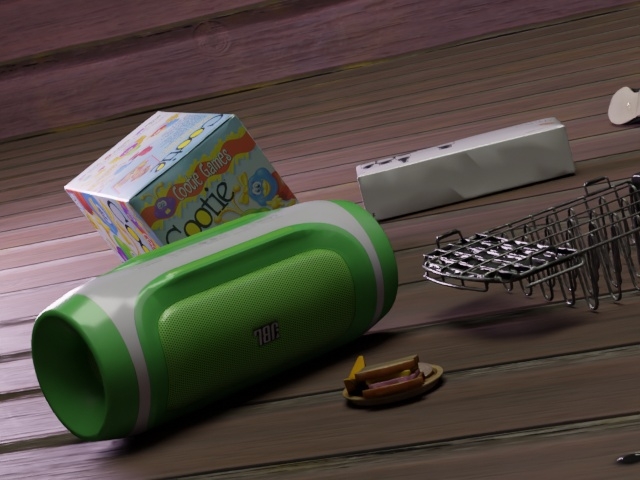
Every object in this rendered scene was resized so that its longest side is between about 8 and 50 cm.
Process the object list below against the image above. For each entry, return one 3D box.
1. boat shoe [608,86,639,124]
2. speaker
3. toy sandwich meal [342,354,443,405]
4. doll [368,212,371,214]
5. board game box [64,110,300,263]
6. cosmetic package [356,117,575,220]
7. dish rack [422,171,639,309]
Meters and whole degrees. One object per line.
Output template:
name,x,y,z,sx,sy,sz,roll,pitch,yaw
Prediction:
boat shoe,0.397,-0.165,2.426,0.042,0.049,0.133,12,-6,-19
speaker,-0.080,0.059,1.580,0.296,0.131,0.131,-22,12,-36
toy sandwich meal,0.051,0.099,1.458,0.085,0.029,0.085,-14,10,2
doll,0.000,0.000,2.037,0.129,0.046,0.189,-20,11,-26
board game box,-0.143,-0.038,2.064,0.144,0.142,0.275,-40,16,-13
cosmetic package,0.162,-0.082,2.227,0.239,0.060,0.099,-14,11,2
dish rack,0.228,0.005,1.631,0.271,0.074,0.208,-19,10,-19
